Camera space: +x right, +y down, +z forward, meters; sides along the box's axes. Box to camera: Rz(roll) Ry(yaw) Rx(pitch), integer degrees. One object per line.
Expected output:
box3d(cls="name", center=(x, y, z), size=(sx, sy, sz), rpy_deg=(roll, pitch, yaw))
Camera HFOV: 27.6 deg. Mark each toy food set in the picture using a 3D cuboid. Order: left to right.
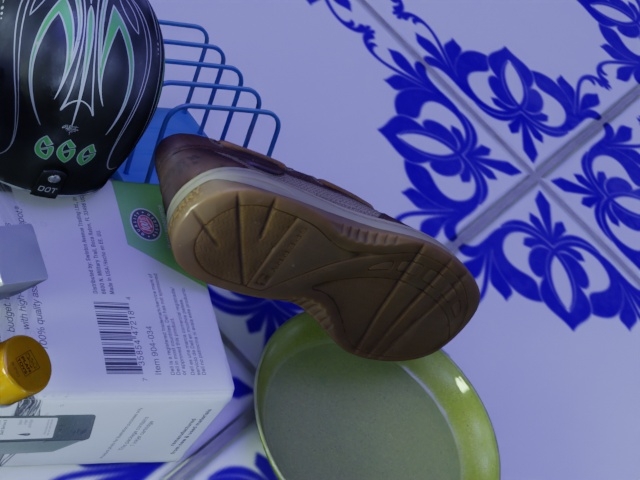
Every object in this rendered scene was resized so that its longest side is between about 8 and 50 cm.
box3d(cls="toy food set", center=(-0.263, 0.006, 0.850), size=(0.111, 0.104, 0.232), rpy_deg=(-9, 78, -53))

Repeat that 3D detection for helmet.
box3d(cls="helmet", center=(-0.193, -0.132, 0.966), size=(0.169, 0.161, 0.169), rpy_deg=(18, 26, -9))

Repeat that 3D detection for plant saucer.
box3d(cls="plant saucer", center=(0.044, 0.166, 1.115), size=(0.241, 0.037, 0.241), rpy_deg=(19, 47, -22))

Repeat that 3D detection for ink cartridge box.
box3d(cls="ink cartridge box", center=(-0.225, 0.056, 0.965), size=(0.273, 0.115, 0.198), rpy_deg=(4, 53, -32))

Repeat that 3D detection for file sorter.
box3d(cls="file sorter", center=(-0.126, -0.110, 1.140), size=(0.118, 0.104, 0.170), rpy_deg=(1, 35, -33))

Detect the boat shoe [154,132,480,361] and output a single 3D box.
box3d(cls="boat shoe", center=(0.000, 0.000, 1.082), size=(0.342, 0.123, 0.123), rpy_deg=(21, 26, -41))
